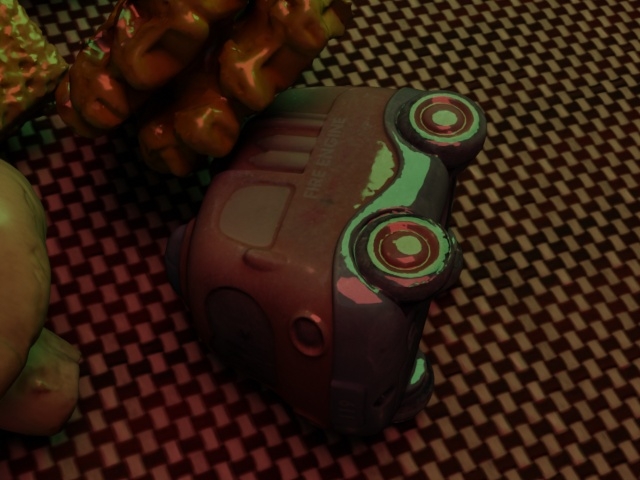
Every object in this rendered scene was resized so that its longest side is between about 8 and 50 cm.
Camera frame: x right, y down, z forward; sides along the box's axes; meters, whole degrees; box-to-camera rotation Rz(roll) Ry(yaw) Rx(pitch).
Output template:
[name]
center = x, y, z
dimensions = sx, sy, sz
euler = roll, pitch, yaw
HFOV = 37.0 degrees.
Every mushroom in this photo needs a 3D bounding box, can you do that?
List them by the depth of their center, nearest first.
[mushroom]
center = -0.277, 0.069, 0.682
dimensions = 0.260, 0.234, 0.254
euler = -47, 34, 4

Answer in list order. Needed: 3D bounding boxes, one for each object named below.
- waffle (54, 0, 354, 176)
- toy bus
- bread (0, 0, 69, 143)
[waffle]
center = -0.092, -0.189, 0.832
dimensions = 0.151, 0.261, 0.324
euler = 48, 15, -16
[toy bus]
center = 0.000, 0.000, 0.786
dimensions = 0.231, 0.197, 0.294
euler = 13, 53, 10
[bread]
center = -0.374, -0.165, 0.844
dimensions = 0.262, 0.163, 0.204
euler = 29, 64, 27
